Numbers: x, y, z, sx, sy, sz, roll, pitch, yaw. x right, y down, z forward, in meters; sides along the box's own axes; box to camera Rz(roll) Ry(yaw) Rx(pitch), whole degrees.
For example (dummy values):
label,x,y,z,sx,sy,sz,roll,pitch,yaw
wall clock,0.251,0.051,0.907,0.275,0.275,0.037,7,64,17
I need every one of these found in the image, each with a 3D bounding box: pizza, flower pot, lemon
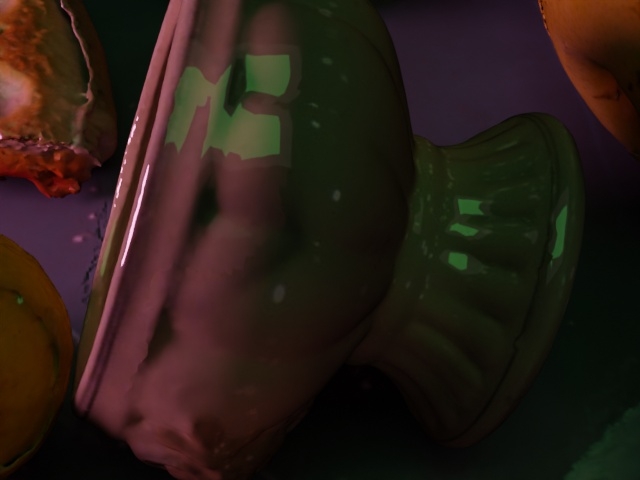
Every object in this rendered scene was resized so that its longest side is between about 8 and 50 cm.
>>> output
label,x,y,z,sx,sy,sz,roll,pitch,yaw
pizza,-0.395,-0.158,0.884,0.406,0.130,0.440,-27,69,-20
flower pot,0.000,0.000,0.686,0.244,0.307,0.307,15,52,-11
lemon,-0.235,0.068,0.677,0.180,0.193,0.180,5,70,-13

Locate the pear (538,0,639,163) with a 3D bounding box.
label,x,y,z,sx,sy,sz,roll,pitch,yaw
pear,0.322,-0.196,0.796,0.348,0.348,0.348,1,53,-1
